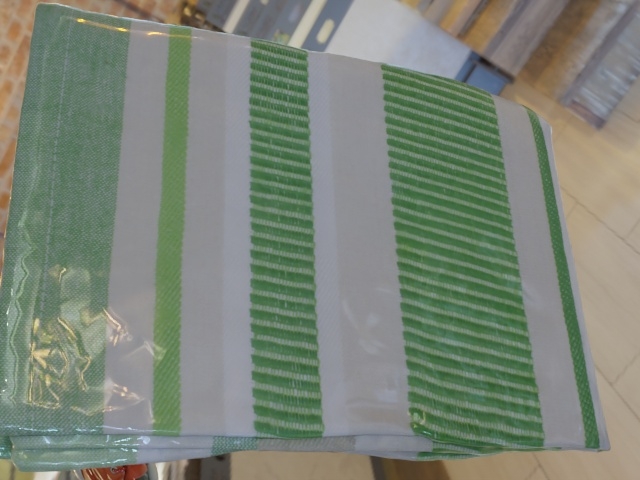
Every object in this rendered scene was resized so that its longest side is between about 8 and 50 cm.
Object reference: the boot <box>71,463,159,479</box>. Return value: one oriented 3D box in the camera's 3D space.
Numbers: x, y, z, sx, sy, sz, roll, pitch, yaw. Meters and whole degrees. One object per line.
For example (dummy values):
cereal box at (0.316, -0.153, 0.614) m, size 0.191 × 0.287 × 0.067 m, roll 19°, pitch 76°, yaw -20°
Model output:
boot at (-0.165, 0.144, 0.576) m, size 0.084 × 0.059 × 0.158 m, roll 25°, pitch 132°, yaw 37°

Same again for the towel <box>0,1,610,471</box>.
towel at (0.000, 0.000, 0.414) m, size 0.038 × 0.325 × 0.248 m, roll 130°, pitch 142°, yaw -61°
